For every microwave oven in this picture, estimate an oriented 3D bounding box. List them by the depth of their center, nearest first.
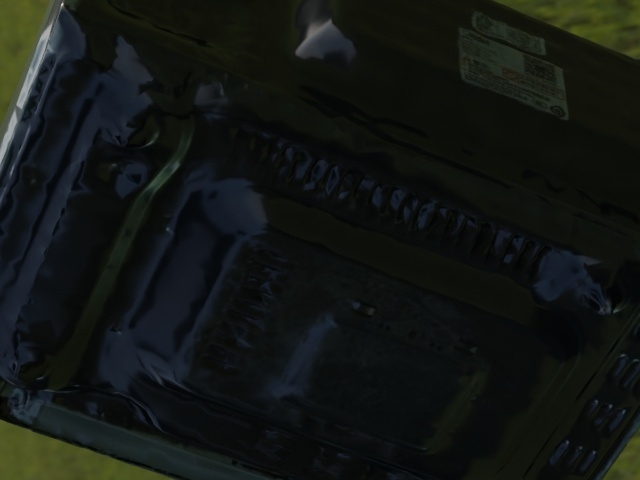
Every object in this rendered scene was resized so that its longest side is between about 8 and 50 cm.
[{"bbox_3d":[0.000,0.000,0.759,0.181,0.295,0.237,-85,20,-54],"label":"microwave oven"}]
